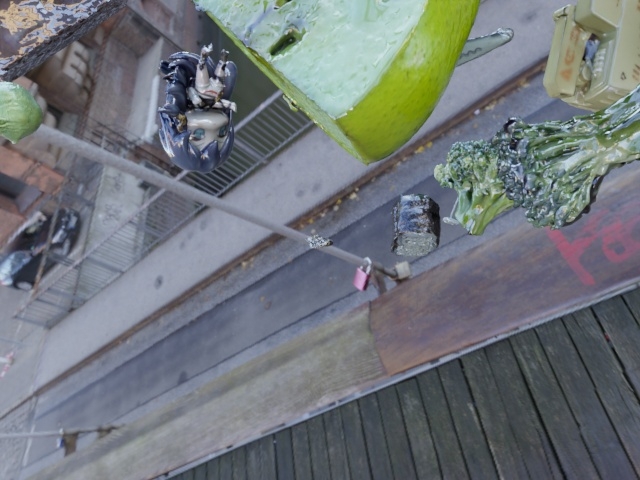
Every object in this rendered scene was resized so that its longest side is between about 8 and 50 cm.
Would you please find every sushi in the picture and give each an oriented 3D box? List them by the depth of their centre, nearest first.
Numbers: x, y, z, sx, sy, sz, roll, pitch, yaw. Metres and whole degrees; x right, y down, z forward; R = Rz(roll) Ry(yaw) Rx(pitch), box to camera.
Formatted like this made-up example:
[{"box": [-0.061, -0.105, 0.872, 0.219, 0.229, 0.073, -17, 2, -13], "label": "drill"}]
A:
[{"box": [0.248, -0.038, 1.266, 0.124, 0.225, 0.127, 1, 72, 6], "label": "sushi"}]

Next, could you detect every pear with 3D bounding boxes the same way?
[{"box": [0.057, -0.296, 0.610, 0.318, 0.238, 0.342, -47, 61, 10], "label": "pear"}]

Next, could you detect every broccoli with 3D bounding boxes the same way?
[{"box": [0.365, -0.142, 0.596, 0.304, 0.145, 0.165, -33, 62, 20], "label": "broccoli"}, {"box": [0.444, -0.136, 1.305, 0.288, 0.248, 0.245, 34, 101, 8], "label": "broccoli"}]

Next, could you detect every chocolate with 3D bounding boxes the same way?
[{"box": [-0.513, -0.418, 0.910, 0.321, 0.112, 0.112, -47, 16, -20], "label": "chocolate"}]

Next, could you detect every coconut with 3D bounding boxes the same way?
[{"box": [-0.493, -0.204, 0.774, 0.088, 0.088, 0.096, 5, 102, 45], "label": "coconut"}]

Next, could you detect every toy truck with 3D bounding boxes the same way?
[{"box": [0.563, -0.433, 0.886, 0.180, 0.254, 0.405, -131, 47, -75], "label": "toy truck"}]

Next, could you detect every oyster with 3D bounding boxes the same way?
[{"box": [0.000, 0.001, 1.006, 0.083, 0.054, 0.019, -131, 39, -70], "label": "oyster"}]

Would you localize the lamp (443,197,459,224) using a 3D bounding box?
[{"box": [0.445, -0.141, 1.542, 0.056, 0.050, 0.198, 130, 161, -80], "label": "lamp"}]

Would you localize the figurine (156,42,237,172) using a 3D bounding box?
[{"box": [-0.259, -0.278, 1.024, 0.197, 0.175, 0.265, -134, 54, -61], "label": "figurine"}]

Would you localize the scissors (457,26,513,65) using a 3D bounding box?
[{"box": [0.160, -0.273, 0.766, 0.289, 0.138, 0.041, -8, 36, 41], "label": "scissors"}]
